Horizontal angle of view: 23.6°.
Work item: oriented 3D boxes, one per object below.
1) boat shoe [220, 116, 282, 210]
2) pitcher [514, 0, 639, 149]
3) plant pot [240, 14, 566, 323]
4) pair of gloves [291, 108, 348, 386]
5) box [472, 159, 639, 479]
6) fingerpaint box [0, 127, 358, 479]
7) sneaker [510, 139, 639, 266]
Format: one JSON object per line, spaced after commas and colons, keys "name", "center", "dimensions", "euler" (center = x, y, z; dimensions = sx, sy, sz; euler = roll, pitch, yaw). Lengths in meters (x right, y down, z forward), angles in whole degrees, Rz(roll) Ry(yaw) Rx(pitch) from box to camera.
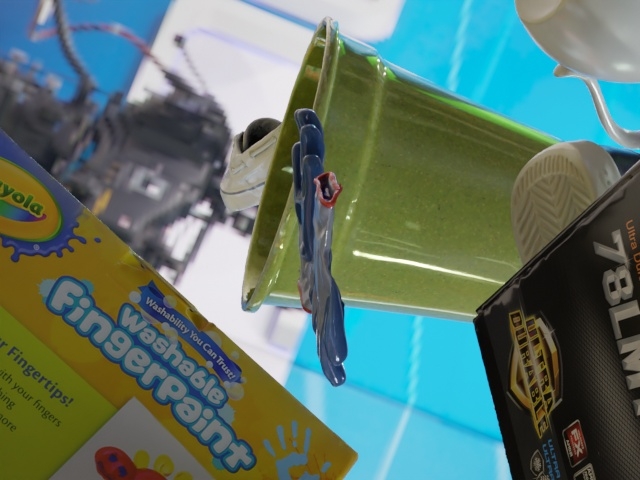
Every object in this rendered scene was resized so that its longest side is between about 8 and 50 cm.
{"name": "boat shoe", "center": [-0.051, -0.092, 1.638], "dimensions": [0.095, 0.084, 0.258], "euler": [-30, -172, -25]}
{"name": "pitcher", "center": [0.251, -0.164, 1.257], "dimensions": [0.178, 0.207, 0.125], "euler": [-56, -147, 28]}
{"name": "plant pot", "center": [0.086, -0.036, 1.391], "dimensions": [0.276, 0.254, 0.276], "euler": [-164, -90, -82]}
{"name": "pair of gloves", "center": [0.000, 0.000, 1.092], "dimensions": [0.198, 0.023, 0.159], "euler": [-104, -168, -60]}
{"name": "box", "center": [0.218, 0.112, 0.939], "dimensions": [0.293, 0.073, 0.296], "euler": [129, -43, -53]}
{"name": "fingerpaint box", "center": [-0.254, 0.180, 1.269], "dimensions": [0.371, 0.445, 0.163], "euler": [-51, -174, -33]}
{"name": "sneaker", "center": [0.246, 0.098, 1.145], "dimensions": [0.131, 0.148, 0.350], "euler": [-11, -99, 54]}
